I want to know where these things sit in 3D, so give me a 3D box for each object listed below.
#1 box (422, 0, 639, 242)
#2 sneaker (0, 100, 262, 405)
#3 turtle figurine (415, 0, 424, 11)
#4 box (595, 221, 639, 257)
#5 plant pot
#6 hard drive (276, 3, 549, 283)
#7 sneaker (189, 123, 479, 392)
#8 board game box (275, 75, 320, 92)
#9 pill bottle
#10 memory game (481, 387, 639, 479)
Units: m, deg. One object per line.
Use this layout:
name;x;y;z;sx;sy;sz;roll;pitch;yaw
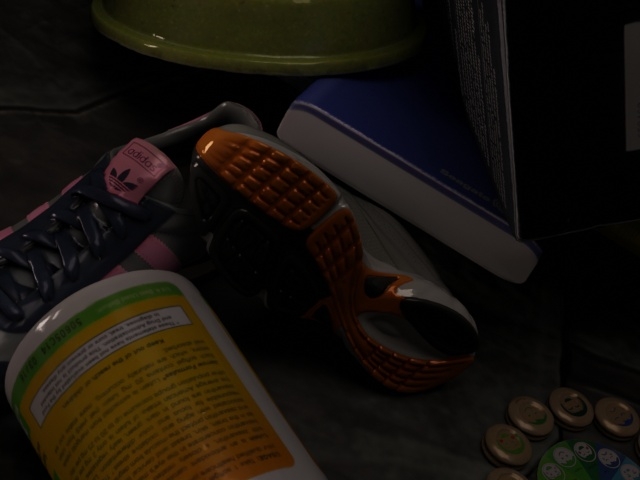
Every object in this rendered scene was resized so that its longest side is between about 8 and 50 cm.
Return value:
box;0.239;-0.209;1.207;0.294;0.212;0.395;-10;35;-1
sneaker;-0.157;-0.004;1.059;0.112;0.131;0.319;38;43;15
turtle figurine;0.122;-0.345;1.512;0.266;0.274;0.198;47;11;30
box;0.327;-0.004;1.348;0.232;0.058;0.087;31;42;8
plant pot;-0.040;-0.292;1.260;0.276;0.254;0.276;4;23;-2
hard drive;0.109;-0.092;1.286;0.210;0.040;0.318;32;27;4
sneaker;0.000;0.000;1.120;0.262;0.099;0.121;43;16;-32
board game box;-0.001;-0.156;1.379;0.090;0.020;0.090;33;39;10
pill bottle;-0.073;0.147;0.935;0.136;0.136;0.245;-13;53;-36
memory game;0.199;0.177;1.131;0.186;0.012;0.186;14;42;-13
